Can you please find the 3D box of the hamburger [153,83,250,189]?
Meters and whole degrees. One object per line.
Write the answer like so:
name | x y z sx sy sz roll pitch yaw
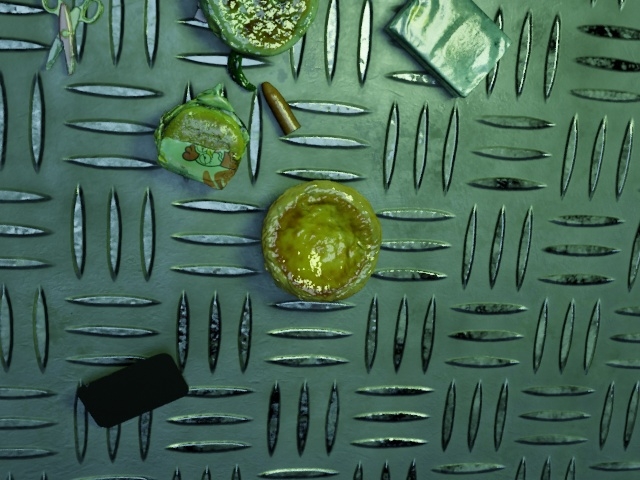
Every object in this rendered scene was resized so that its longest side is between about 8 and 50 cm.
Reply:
hamburger | -0.267 -0.243 1.599 0.214 0.125 0.235 26 112 -25

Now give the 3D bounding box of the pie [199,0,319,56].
pie | -0.139 -0.565 1.559 0.303 0.067 0.302 -6 107 -20

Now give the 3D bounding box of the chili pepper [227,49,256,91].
chili pepper | -0.192 -0.404 1.625 0.056 0.035 0.117 -13 102 10

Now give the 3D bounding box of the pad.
pad | -0.499 0.308 1.727 0.250 0.055 0.323 -22 106 -5

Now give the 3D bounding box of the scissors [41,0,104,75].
scissors | -0.569 -0.468 1.548 0.134 0.020 0.187 12 100 -17

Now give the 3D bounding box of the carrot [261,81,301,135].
carrot | -0.099 -0.320 1.655 0.048 0.048 0.139 -32 105 -2

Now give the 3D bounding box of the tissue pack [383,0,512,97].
tissue pack | 0.309 -0.495 1.669 0.257 0.081 0.185 39 94 -15

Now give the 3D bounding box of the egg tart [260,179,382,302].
egg tart | 0.000 0.000 1.709 0.319 0.128 0.318 -2 104 -7

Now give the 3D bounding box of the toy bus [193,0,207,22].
toy bus | -0.246 -0.559 1.578 0.052 0.037 0.130 23 97 -19
